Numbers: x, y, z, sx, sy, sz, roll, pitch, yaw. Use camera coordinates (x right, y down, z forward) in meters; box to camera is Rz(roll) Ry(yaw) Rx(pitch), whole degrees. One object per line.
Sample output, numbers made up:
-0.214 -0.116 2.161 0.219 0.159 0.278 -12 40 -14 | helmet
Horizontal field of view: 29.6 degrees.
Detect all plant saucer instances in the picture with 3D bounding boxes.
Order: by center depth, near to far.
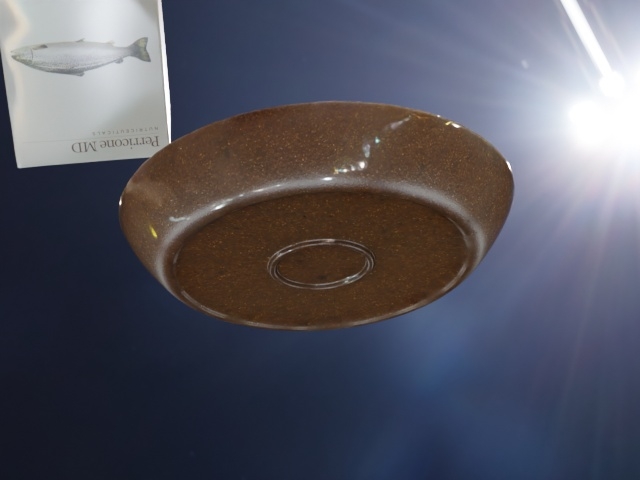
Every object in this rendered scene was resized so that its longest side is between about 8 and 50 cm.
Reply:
0.000 0.000 0.511 0.168 0.168 0.029 -21 -121 26 | plant saucer

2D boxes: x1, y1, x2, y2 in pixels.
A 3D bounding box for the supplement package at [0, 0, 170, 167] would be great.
-0.157 -0.152 0.799 0.105 0.179 0.105 -6 -154 -7 | supplement package
